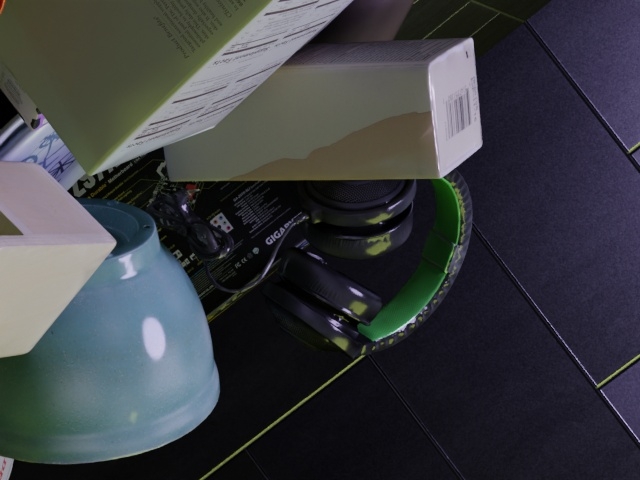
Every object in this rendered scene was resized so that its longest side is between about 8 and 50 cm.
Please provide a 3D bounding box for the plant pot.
[{"bbox_3d":[-0.253,0.074,1.994,0.293,0.293,0.196,-30,128,-49],"label":"plant pot"}]

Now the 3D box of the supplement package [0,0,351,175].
[{"bbox_3d":[-0.103,-0.219,1.445,0.262,0.199,0.198,-40,174,30],"label":"supplement package"}]

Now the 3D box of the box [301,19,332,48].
[{"bbox_3d":[-0.065,-0.245,1.902,0.103,0.114,0.203,-40,175,33],"label":"box"}]

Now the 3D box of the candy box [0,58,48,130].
[{"bbox_3d":[-0.199,-0.196,1.694,0.165,0.070,0.196,-36,175,-21],"label":"candy box"}]

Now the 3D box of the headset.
[{"bbox_3d":[0.000,0.000,2.115,0.394,0.185,0.243,0,115,-48],"label":"headset"}]

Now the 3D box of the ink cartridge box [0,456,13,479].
[{"bbox_3d":[-0.435,0.190,2.197,0.273,0.114,0.197,82,15,-51],"label":"ink cartridge box"}]

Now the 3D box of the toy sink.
[{"bbox_3d":[-0.325,0.016,1.766,0.153,0.131,0.234,-50,165,15],"label":"toy sink"}]

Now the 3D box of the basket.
[{"bbox_3d":[0.031,-0.275,2.098,0.204,0.154,0.227,-47,177,-34],"label":"basket"}]

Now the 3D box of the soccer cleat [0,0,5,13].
[{"bbox_3d":[-0.282,-0.160,1.365,0.083,0.095,0.248,-31,171,-46],"label":"soccer cleat"}]

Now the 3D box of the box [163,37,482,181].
[{"bbox_3d":[-0.002,-0.137,1.998,0.311,0.121,0.148,0,-163,25],"label":"box"}]

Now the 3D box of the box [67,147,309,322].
[{"bbox_3d":[-0.178,-0.030,2.233,0.322,0.257,0.079,-38,174,8],"label":"box"}]

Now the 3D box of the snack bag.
[{"bbox_3d":[-0.278,-0.100,1.992,0.323,0.037,0.342,-44,175,0],"label":"snack bag"}]
